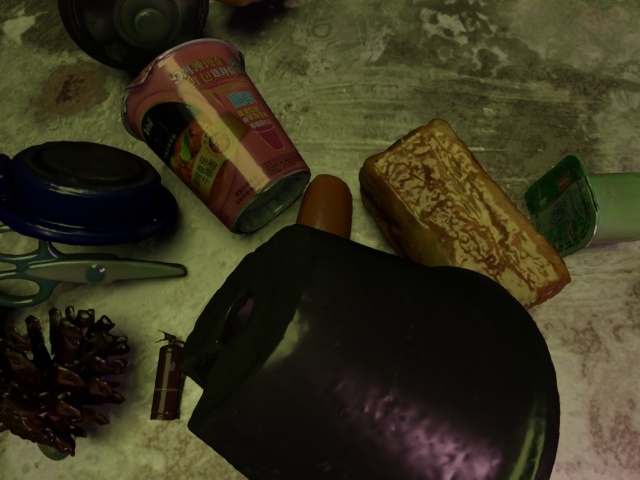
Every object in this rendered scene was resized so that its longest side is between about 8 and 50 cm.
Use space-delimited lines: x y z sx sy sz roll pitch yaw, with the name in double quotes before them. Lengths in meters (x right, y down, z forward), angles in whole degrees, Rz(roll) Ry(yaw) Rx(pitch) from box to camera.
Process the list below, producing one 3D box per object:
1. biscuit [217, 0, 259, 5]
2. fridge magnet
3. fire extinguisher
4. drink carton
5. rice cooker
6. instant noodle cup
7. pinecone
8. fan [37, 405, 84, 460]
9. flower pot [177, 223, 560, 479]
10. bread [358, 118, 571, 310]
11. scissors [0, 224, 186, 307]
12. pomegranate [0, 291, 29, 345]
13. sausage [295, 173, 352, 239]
"biscuit" -0.133 -0.574 0.877 0.186 0.044 0.295 13 52 8
"fridge magnet" -0.363 -0.078 0.660 0.266 0.265 0.112 25 117 10
"fire extinguisher" -0.235 0.208 0.649 0.056 0.039 0.132 13 67 -29
"drink carton" 0.447 -0.048 0.673 0.143 0.146 0.144 -1 71 -8
"rice cooker" -0.366 -0.481 0.786 0.317 0.264 0.316 26 35 -20
"instant noodle cup" -0.151 -0.156 0.692 0.244 0.244 0.255 -37 81 -11
"pinecone" -0.364 0.185 0.584 0.208 0.207 0.207 -1 70 2
"fan" -0.392 0.300 0.639 0.080 0.003 0.060 -26 72 -7
"flower pot" 0.014 0.128 0.457 0.251 0.379 0.379 37 72 -22
"bread" 0.205 -0.019 0.661 0.195 0.149 0.343 -31 73 4
"scissors" -0.364 0.045 0.660 0.289 0.041 0.137 3 111 -21
"pomegranate" -0.551 0.127 0.638 0.169 0.148 0.148 34 75 6
"sausage" 0.000 0.000 0.689 0.098 0.098 0.238 8 72 5
